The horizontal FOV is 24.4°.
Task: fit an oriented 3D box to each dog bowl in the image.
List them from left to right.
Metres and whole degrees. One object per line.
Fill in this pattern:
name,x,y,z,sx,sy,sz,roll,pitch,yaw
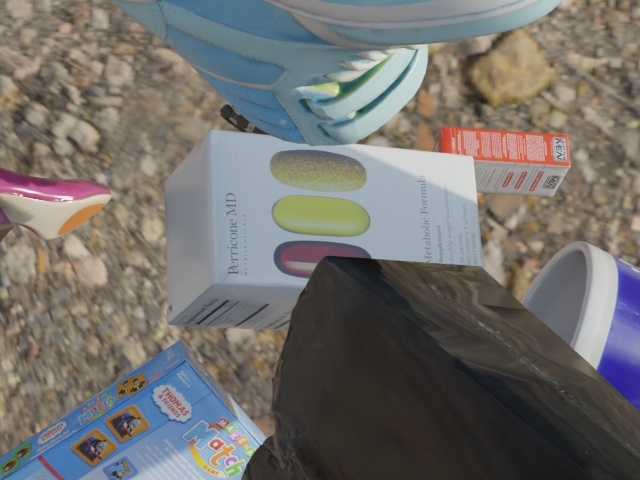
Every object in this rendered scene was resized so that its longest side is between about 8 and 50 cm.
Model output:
dog bowl,0.251,0.140,1.483,0.104,0.265,0.264,24,91,-6

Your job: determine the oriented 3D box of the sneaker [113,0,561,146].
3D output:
sneaker,0.029,-0.123,0.753,0.208,0.319,0.127,40,73,-45

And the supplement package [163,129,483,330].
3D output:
supplement package,0.000,0.000,1.274,0.244,0.134,0.139,4,71,-23

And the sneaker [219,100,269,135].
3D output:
sneaker,-0.016,-0.137,1.452,0.107,0.279,0.118,33,94,7

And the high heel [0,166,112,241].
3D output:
high heel,-0.320,-0.058,1.551,0.082,0.244,0.117,-44,78,33

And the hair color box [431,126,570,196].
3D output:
hair color box,0.194,-0.085,1.620,0.141,0.072,0.043,4,63,-7

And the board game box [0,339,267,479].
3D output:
board game box,-0.173,0.209,1.408,0.212,0.039,0.160,-32,124,6

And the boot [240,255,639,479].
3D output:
boot,0.069,0.249,0.580,0.146,0.445,0.367,19,104,-38
